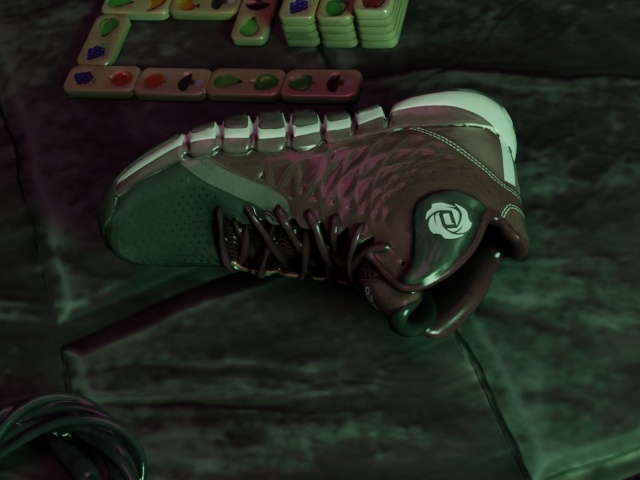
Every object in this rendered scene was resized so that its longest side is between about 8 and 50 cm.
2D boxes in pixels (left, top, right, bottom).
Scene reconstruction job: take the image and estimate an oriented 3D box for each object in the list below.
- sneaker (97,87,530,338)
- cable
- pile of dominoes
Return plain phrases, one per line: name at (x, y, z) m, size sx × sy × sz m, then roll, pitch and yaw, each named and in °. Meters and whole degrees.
sneaker at (0.000, 0.000, 1.045) m, size 0.281 × 0.106 × 0.162 m, roll -14°, pitch 51°, yaw 1°
cable at (-0.180, 0.175, 0.982) m, size 0.150 × 0.047 × 0.184 m, roll -2°, pitch 46°, yaw 6°
pile of dominoes at (-0.059, -0.189, 1.267) m, size 0.251 × 0.040 × 0.196 m, roll 3°, pitch 50°, yaw 16°
